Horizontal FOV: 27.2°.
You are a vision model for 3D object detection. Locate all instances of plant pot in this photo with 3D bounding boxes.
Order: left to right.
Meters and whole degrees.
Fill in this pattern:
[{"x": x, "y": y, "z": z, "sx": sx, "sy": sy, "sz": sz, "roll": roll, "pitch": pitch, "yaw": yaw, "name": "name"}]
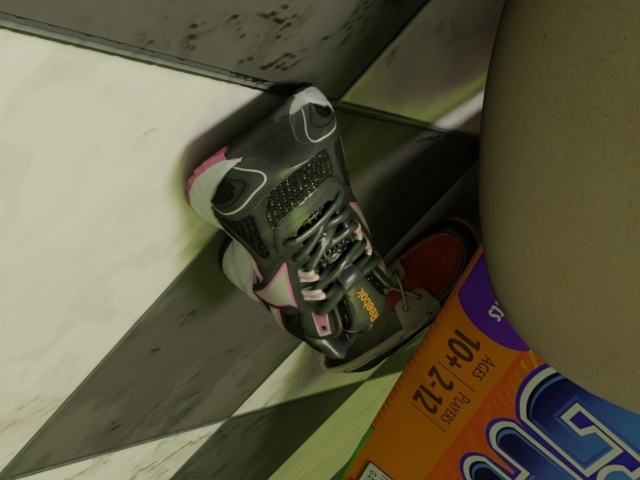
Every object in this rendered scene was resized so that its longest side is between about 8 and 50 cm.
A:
[{"x": 0.189, "y": -0.089, "z": 0.515, "sx": 0.284, "sy": 0.284, "sz": 0.191, "roll": -35, "pitch": 128, "yaw": -25, "name": "plant pot"}]

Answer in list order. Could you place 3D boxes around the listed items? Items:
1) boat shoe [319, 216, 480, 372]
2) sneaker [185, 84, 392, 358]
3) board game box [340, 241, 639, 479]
[{"x": 0.049, "y": 0.038, "z": 0.836, "sx": 0.043, "sy": 0.049, "sz": 0.137, "roll": -17, "pitch": 155, "yaw": -52, "name": "boat shoe"}, {"x": 0.000, "y": 0.000, "z": 0.560, "sx": 0.072, "sy": 0.077, "sz": 0.178, "roll": -41, "pitch": 164, "yaw": -8, "name": "sneaker"}, {"x": 0.287, "y": 0.082, "z": 0.842, "sx": 0.356, "sy": 0.356, "sz": 0.356, "roll": -46, "pitch": 168, "yaw": -31, "name": "board game box"}]
